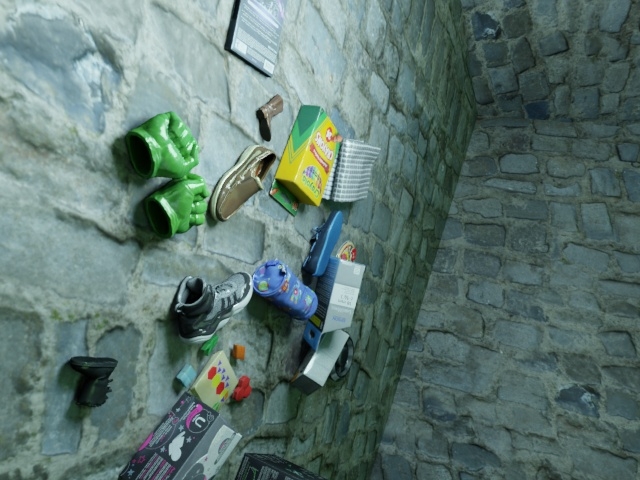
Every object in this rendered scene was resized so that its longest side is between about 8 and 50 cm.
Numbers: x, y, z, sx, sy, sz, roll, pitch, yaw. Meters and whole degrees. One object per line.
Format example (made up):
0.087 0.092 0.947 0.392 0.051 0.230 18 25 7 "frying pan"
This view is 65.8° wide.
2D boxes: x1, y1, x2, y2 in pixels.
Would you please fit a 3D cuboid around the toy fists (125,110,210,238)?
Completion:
-0.322 -0.143 1.099 0.142 0.096 0.280 -47 139 -47 "toy fists"

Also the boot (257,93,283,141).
-0.137 -0.357 1.437 0.114 0.037 0.107 -55 148 -45 "boot"

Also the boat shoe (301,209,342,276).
0.000 0.000 1.803 0.259 0.088 0.109 -65 149 -16 "boat shoe"

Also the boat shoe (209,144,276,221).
-0.201 -0.156 1.328 0.258 0.095 0.095 -64 151 -24 "boat shoe"

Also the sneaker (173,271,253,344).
-0.277 0.138 1.300 0.269 0.101 0.153 -48 144 -40 "sneaker"

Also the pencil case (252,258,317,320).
-0.111 0.163 1.621 0.306 0.119 0.133 51 48 -58 "pencil case"

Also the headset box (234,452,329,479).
-0.120 0.861 1.729 0.246 0.282 0.131 49 58 -59 "headset box"

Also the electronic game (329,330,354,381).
0.091 0.526 2.250 0.229 0.048 0.230 -13 105 -59 "electronic game"

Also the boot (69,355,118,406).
-0.485 0.296 1.036 0.121 0.045 0.099 32 75 -63 "boot"

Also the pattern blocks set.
-0.309 0.425 1.448 0.285 0.026 0.325 -47 141 -45 "pattern blocks set"

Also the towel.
0.117 -0.265 1.874 0.283 0.121 0.235 -14 114 -61 "towel"

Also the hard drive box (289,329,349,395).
-0.004 0.458 1.899 0.232 0.089 0.181 -57 -178 -35 "hard drive box"

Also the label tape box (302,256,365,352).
0.045 0.232 1.829 0.240 0.105 0.334 -171 -85 -77 "label tape box"

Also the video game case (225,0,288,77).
-0.157 -0.598 1.300 0.196 0.026 0.275 9 92 -63 "video game case"

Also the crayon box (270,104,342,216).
-0.041 -0.251 1.617 0.202 0.081 0.319 40 67 -61 "crayon box"

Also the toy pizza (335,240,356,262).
0.110 0.101 2.119 0.201 0.032 0.202 -36 132 -53 "toy pizza"

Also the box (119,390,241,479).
-0.346 0.551 1.267 0.247 0.142 0.163 -52 143 -26 "box"
